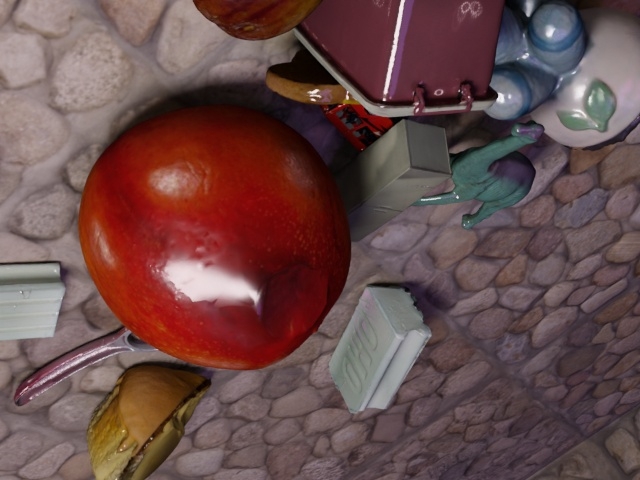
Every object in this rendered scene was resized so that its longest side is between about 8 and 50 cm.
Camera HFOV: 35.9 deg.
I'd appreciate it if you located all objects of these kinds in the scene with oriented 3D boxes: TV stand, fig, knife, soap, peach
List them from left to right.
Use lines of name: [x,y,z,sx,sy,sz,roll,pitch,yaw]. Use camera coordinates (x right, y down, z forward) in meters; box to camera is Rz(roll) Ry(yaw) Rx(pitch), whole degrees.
soap: [-0.498,0.096,1.502,0.198,0.066,0.119,-2,134,-30]
knife: [-0.397,0.210,1.708,0.278,0.053,0.123,-23,147,-5]
peach: [-0.138,0.004,1.378,0.388,0.388,0.388,-17,141,-14]
fig: [-0.034,-0.350,1.187,0.274,0.145,0.170,-24,147,34]
soap: [0.109,0.216,1.951,0.094,0.150,0.261,2,134,-26]
TV stand: [0.092,-0.087,1.545,0.083,0.088,0.269,8,156,-28]

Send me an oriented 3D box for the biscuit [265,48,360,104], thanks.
biscuit: [0.059,-0.228,1.368,0.290,0.208,0.041,-14,121,-32]

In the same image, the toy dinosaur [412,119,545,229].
toy dinosaur: [0.322,-0.115,1.593,0.383,0.129,0.331,3,167,-41]

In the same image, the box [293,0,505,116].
box: [0.100,-0.293,1.259,0.193,0.294,0.167,-9,127,-23]

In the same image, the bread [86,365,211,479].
bread: [-0.319,0.318,1.797,0.204,0.163,0.262,-49,180,23]

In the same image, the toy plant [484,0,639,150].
toy plant: [0.320,-0.282,1.472,0.332,0.247,0.247,17,124,-35]

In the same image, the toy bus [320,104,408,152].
toy bus: [0.078,-0.188,1.526,0.089,0.081,0.195,-29,144,17]
